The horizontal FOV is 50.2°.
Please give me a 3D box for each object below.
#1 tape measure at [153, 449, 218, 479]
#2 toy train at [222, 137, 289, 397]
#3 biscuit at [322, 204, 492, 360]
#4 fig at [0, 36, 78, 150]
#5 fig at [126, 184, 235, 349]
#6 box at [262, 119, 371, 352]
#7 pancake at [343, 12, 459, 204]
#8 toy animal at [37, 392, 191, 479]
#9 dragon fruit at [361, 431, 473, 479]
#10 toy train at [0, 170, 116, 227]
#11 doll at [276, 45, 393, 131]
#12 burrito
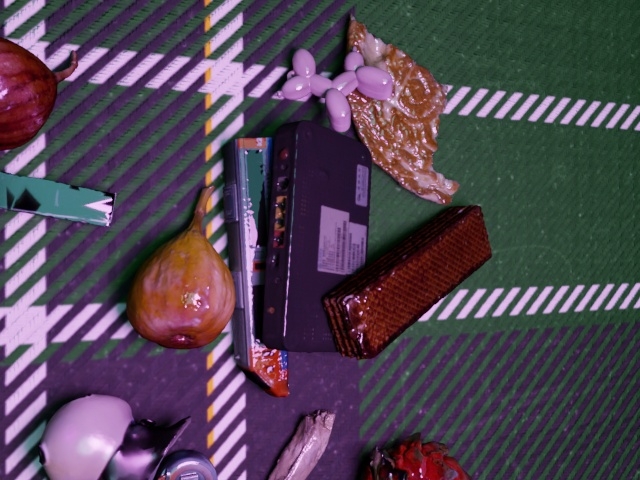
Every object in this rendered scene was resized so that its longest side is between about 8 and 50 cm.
[{"bbox_3d":[-0.196,0.379,0.992,0.104,0.180,0.107,-5,92,-8],"label":"tape measure"},{"bbox_3d":[-0.104,0.046,1.079,0.089,0.086,0.409,-2,90,-23],"label":"toy train"},{"bbox_3d":[0.155,0.059,1.139,0.388,0.073,0.107,-32,112,-40],"label":"biscuit"},{"bbox_3d":[-0.422,-0.193,0.918,0.149,0.148,0.202,-50,148,18],"label":"fig"},{"bbox_3d":[-0.194,0.031,1.024,0.159,0.159,0.257,20,65,-22],"label":"fig"},{"bbox_3d":[0.000,0.000,1.082,0.211,0.058,0.350,11,80,-54],"label":"box"},{"bbox_3d":[0.141,-0.231,1.214,0.197,0.054,0.376,-26,101,-16],"label":"pancake"},{"bbox_3d":[-0.299,0.290,0.970,0.179,0.138,0.166,31,57,-12],"label":"toy animal"},{"bbox_3d":[0.166,0.419,1.149,0.189,0.182,0.182,-7,92,-23],"label":"dragon fruit"},{"bbox_3d":[-0.421,-0.066,0.963,0.252,0.048,0.055,11,89,-18],"label":"toy train"},{"bbox_3d":[0.016,-0.258,1.117,0.161,0.059,0.160,-38,68,-14],"label":"doll"},{"bbox_3d":[-0.049,0.372,1.112,0.229,0.058,0.063,-51,141,-16],"label":"burrito"}]
